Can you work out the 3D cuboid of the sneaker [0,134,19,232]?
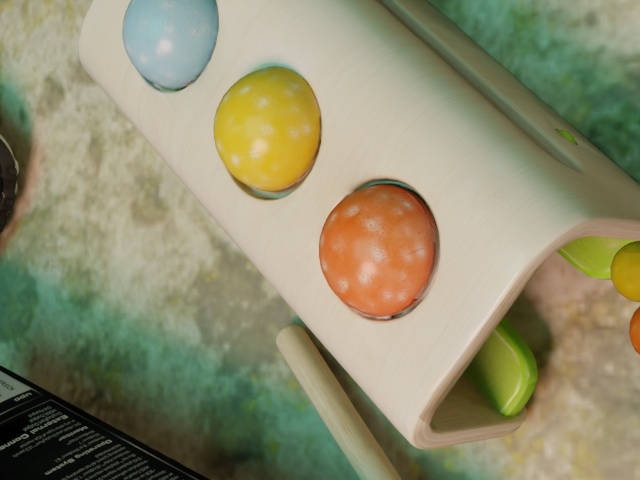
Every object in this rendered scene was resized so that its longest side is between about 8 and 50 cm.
[{"bbox_3d":[-0.290,0.013,0.901,0.271,0.100,0.108,-53,46,20],"label":"sneaker"}]

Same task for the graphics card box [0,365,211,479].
[{"bbox_3d":[-0.133,0.204,0.708,0.371,0.094,0.233,18,123,38],"label":"graphics card box"}]

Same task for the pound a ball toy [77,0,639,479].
[{"bbox_3d":[0.000,0.000,0.626,0.319,0.136,0.208,48,117,31],"label":"pound a ball toy"}]

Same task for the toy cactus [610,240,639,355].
[{"bbox_3d":[0.191,0.005,0.400,0.180,0.112,0.219,34,127,14],"label":"toy cactus"}]
